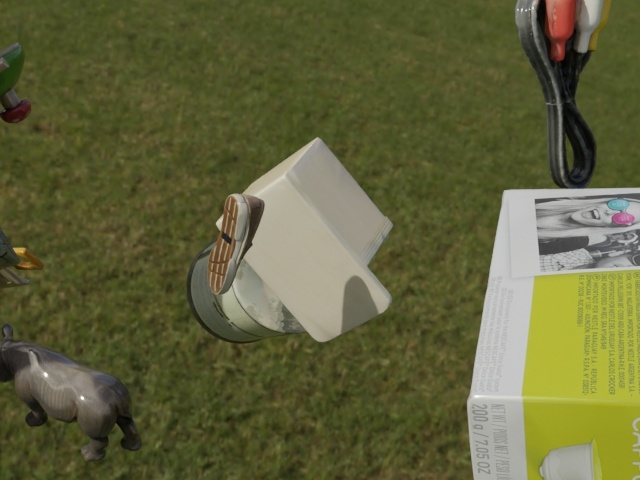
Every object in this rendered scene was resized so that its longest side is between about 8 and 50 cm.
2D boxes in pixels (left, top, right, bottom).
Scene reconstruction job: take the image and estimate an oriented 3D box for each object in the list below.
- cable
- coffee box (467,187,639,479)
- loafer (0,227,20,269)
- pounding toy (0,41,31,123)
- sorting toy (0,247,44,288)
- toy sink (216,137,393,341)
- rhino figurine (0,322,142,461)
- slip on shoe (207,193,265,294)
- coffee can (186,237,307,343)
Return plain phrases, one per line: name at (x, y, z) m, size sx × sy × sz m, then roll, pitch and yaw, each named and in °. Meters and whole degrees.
cable at (0.286, -0.183, 1.108) m, size 0.139 × 0.287 × 0.072 m, roll -24°, pitch 25°, yaw -39°
coffee box at (0.336, 0.174, 0.927) m, size 0.335 × 0.337 × 0.338 m, roll 0°, pitch 32°, yaw 16°
loafer at (-0.531, 0.011, 1.496) m, size 0.087 × 0.094 × 0.251 m, roll -31°, pitch -1°, yaw -11°
pounding toy at (-0.506, -0.204, 1.440) m, size 0.183 × 0.110 × 0.237 m, roll -26°, pitch 22°, yaw -1°
sorting toy at (-0.675, 0.054, 1.823) m, size 0.348 × 0.196 × 0.047 m, roll -9°, pitch 54°, yaw 34°
toy sink at (0.000, 0.000, 1.370) m, size 0.234 × 0.153 × 0.131 m, roll 49°, pitch 40°, yaw -10°
rhino figurine at (-0.319, 0.168, 1.135) m, size 0.243 × 0.106 × 0.073 m, roll 23°, pitch 43°, yaw 20°
slip on shoe at (-0.102, 0.006, 1.173) m, size 0.041 × 0.135 × 0.051 m, roll -2°, pitch 27°, yaw -35°
coffee can at (-0.096, 0.068, 1.646) m, size 0.202 × 0.201 × 0.275 m, roll 4°, pitch -10°, yaw -22°
